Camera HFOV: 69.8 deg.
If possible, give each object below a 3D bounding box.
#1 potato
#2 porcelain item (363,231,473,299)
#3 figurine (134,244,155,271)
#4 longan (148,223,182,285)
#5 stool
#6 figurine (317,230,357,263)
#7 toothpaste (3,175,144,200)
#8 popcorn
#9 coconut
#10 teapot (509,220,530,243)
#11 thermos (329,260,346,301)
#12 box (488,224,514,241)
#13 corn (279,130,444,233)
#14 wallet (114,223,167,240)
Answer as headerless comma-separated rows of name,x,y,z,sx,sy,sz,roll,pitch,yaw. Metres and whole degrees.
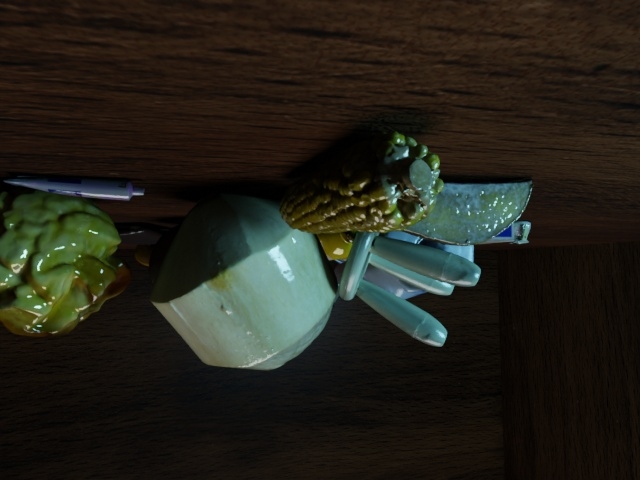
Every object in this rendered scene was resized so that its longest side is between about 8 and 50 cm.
potato,0.173,-0.039,0.689,0.262,0.100,0.120,0,176,-7
porcelain item,0.209,0.043,1.103,0.243,0.178,0.405,-18,174,-4
figurine,-0.545,0.055,1.607,0.193,0.167,0.257,12,178,16
longan,-0.318,0.067,1.214,0.259,0.257,0.258,-1,176,0
stool,0.152,0.042,0.791,0.199,0.195,0.195,21,-143,7
figurine,-0.003,-0.014,1.007,0.185,0.127,0.234,6,-174,-14
toothpaste,-0.336,-0.074,0.637,0.170,0.028,0.045,2,-177,-16
popcorn,-0.461,0.018,0.746,0.333,0.224,0.265,21,170,15
coconut,-0.132,0.061,0.799,0.324,0.322,0.323,-1,176,0
teapot,0.568,-0.022,1.303,0.064,0.064,0.083,-1,177,-3
thermos,-0.035,0.056,1.189,0.177,0.145,0.265,-21,-152,-37
box,0.356,-0.018,1.321,0.201,0.065,0.343,1,176,-22
corn,0.028,-0.052,0.523,0.097,0.096,0.320,1,178,-22
wallet,-0.548,-0.019,1.344,0.182,0.049,0.229,-1,175,4
